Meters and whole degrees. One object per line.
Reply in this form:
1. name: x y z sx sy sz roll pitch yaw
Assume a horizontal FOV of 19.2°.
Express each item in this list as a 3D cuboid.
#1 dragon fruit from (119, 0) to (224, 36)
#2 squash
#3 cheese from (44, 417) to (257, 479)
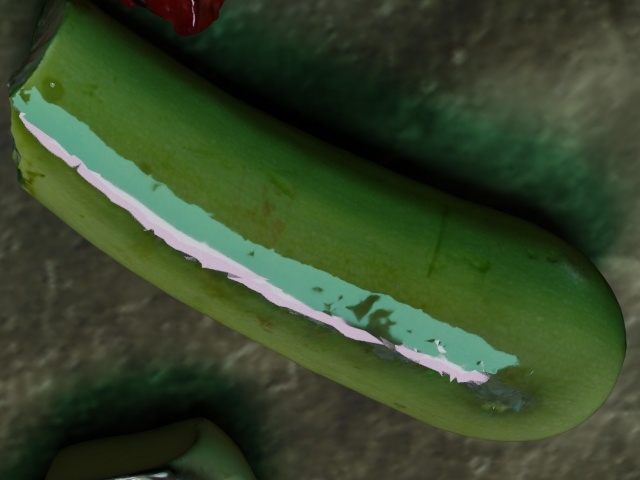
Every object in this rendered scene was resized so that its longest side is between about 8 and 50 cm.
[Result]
1. dragon fruit: -0.060 -0.125 0.555 0.097 0.063 0.131 -3 127 -5
2. squash: 0.000 0.000 0.653 0.250 0.083 0.083 27 119 -21
3. cheese: -0.064 0.197 0.762 0.127 0.050 0.255 -11 109 4
